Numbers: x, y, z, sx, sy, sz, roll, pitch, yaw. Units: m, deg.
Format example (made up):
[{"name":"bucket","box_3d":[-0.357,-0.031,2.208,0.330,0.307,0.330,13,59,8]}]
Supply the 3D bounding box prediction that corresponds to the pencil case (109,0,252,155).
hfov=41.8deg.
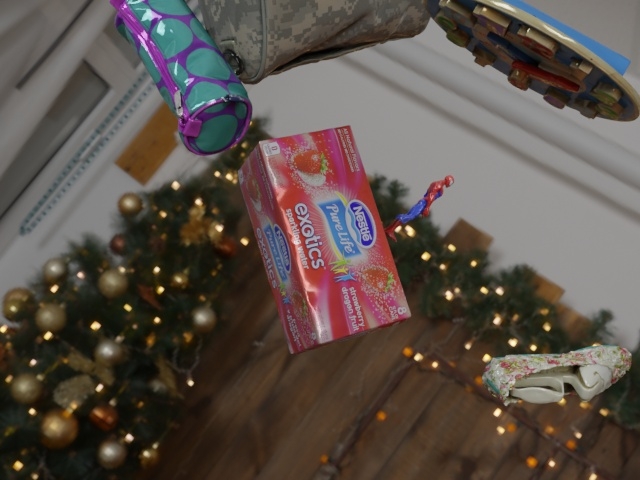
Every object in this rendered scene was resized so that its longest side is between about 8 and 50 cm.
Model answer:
[{"name":"pencil case","box_3d":[-0.116,-0.146,0.697,0.070,0.064,0.151,-2,52,-50]}]

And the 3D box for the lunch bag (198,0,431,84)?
[{"name":"lunch bag","box_3d":[-0.008,-0.343,1.012,0.212,0.305,0.256,17,-57,54]}]

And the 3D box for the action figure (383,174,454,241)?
[{"name":"action figure","box_3d":[0.133,-0.044,1.104,0.030,0.115,0.038,44,0,-3]}]

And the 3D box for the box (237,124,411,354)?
[{"name":"box","box_3d":[0.000,0.000,1.046,0.122,0.128,0.256,144,-69,-66]}]

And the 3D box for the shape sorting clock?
[{"name":"shape sorting clock","box_3d":[0.177,-0.154,0.712,0.206,0.040,0.206,32,0,0]}]

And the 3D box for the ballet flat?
[{"name":"ballet flat","box_3d":[0.364,0.212,1.261,0.077,0.241,0.091,-105,-169,-56]}]
